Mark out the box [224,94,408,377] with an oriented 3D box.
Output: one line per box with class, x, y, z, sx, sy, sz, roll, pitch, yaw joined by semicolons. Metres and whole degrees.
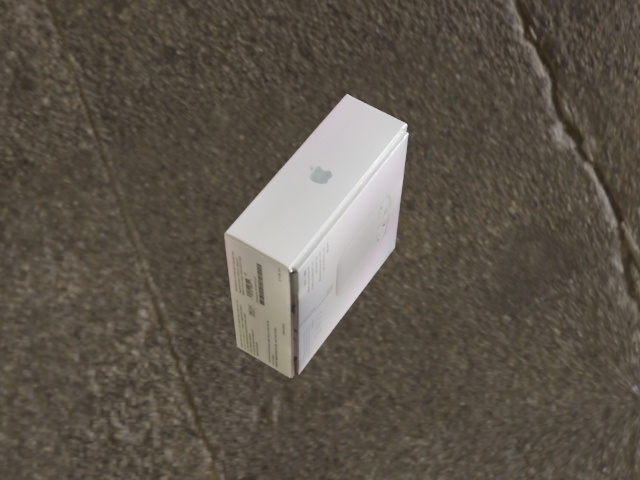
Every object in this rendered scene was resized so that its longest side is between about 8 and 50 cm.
box;0.000;0.000;0.696;0.051;0.130;0.129;28;59;17
